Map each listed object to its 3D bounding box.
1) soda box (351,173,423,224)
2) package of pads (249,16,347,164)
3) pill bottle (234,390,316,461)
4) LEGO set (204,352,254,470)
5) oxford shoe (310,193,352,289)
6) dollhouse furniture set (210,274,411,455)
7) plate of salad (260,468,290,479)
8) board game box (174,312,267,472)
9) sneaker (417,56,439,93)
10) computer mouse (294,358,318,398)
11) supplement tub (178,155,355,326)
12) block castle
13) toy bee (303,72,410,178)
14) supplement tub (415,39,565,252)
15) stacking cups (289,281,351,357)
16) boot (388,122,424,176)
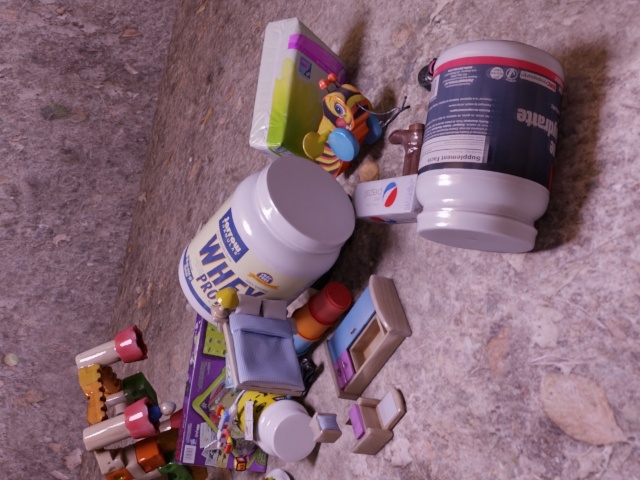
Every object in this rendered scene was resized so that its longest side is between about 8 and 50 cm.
[{"bbox_3d":[0.139,-0.071,1.452,0.216,0.073,0.069,-1,77,63],"label":"soda box"},{"bbox_3d":[-0.043,-0.303,1.757,0.101,0.229,0.297,0,75,31],"label":"package of pads"},{"bbox_3d":[-0.093,0.375,1.642,0.208,0.119,0.119,11,88,63],"label":"pill bottle"},{"bbox_3d":[-0.188,0.348,1.642,0.182,0.060,0.245,152,119,-64],"label":"LEGO set"},{"bbox_3d":[0.000,0.000,1.671,0.227,0.096,0.083,-65,27,19],"label":"oxford shoe"},{"bbox_3d":[-0.020,0.187,1.383,0.198,0.303,0.286,-59,31,33],"label":"dollhouse furniture set"},{"bbox_3d":[-0.106,0.576,1.650,0.200,0.048,0.200,-38,44,50],"label":"plate of salad"},{"bbox_3d":[-0.198,0.330,1.773,0.056,0.208,0.347,-22,58,62],"label":"board game box"},{"bbox_3d":[0.217,-0.301,1.407,0.178,0.077,0.072,14,89,64],"label":"sneaker"},{"bbox_3d":[-0.100,0.246,1.656,0.042,0.193,0.106,-49,-10,-50],"label":"computer mouse"},{"bbox_3d":[-0.106,0.010,1.550,0.325,0.235,0.236,-44,40,39],"label":"supplement tub"},{"bbox_3d":[-0.393,0.447,1.908,0.453,0.212,0.303,73,176,-46],"label":"block castle"},{"bbox_3d":[0.054,-0.255,1.613,0.298,0.162,0.195,-41,-2,38],"label":"toy bee"},{"bbox_3d":[0.241,-0.132,1.148,0.191,0.191,0.272,-6,73,62],"label":"supplement tub"},{"bbox_3d":[-0.038,0.196,1.675,0.316,0.096,0.096,-42,41,41],"label":"stacking cups"},{"bbox_3d":[0.160,-0.155,1.501,0.106,0.037,0.114,-20,64,62],"label":"boot"}]
